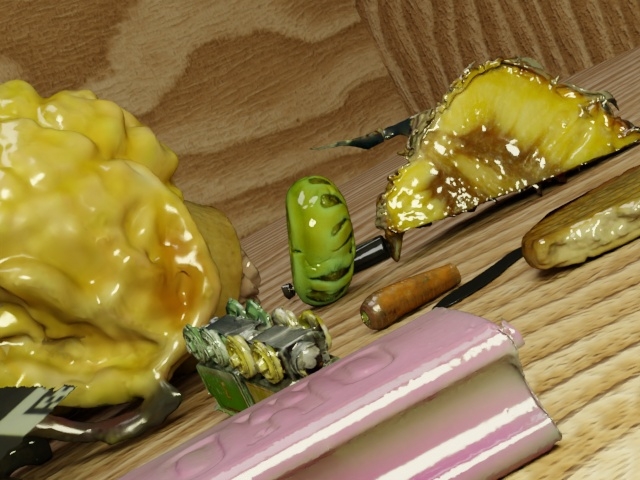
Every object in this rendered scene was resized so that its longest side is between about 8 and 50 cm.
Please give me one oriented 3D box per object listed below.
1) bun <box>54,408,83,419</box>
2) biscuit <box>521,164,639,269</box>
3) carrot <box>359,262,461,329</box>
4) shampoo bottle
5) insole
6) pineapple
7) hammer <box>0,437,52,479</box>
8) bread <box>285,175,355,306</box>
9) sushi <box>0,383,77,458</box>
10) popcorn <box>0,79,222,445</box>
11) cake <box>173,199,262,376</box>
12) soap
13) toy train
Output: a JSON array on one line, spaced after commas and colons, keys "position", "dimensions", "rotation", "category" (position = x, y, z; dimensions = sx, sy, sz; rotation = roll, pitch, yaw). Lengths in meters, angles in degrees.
[{"position": [-0.324, 0.146, 1.493], "dimensions": [0.239, 0.141, 0.239], "rotation": [-36, -3, -2], "category": "bun"}, {"position": [0.251, -0.037, 0.976], "dimensions": [0.228, 0.031, 0.176], "rotation": [-25, 5, 1], "category": "biscuit"}, {"position": [0.073, 0.045, 1.079], "dimensions": [0.093, 0.032, 0.032], "rotation": [-25, 4, -21], "category": "carrot"}, {"position": [0.017, 0.034, 1.535], "dimensions": [0.137, 0.027, 0.048], "rotation": [-26, 13, 16], "category": "shampoo bottle"}, {"position": [0.137, 0.028, 1.067], "dimensions": [0.045, 0.002, 0.135], "rotation": [-20, 8, 46], "category": "insole"}, {"position": [0.167, -0.107, 1.445], "dimensions": [0.334, 0.158, 0.161], "rotation": [-28, 4, -3], "category": "pineapple"}, {"position": [-0.258, 0.205, 1.063], "dimensions": [0.168, 0.044, 0.440], "rotation": [-28, 4, -24], "category": "hammer"}, {"position": [0.000, 0.000, 1.378], "dimensions": [0.071, 0.139, 0.130], "rotation": [-6, 9, -8], "category": "bread"}, {"position": [-0.340, 0.237, 0.945], "dimensions": [0.373, 0.100, 0.296], "rotation": [-9, 28, 47], "category": "sushi"}, {"position": [-0.260, 0.040, 1.197], "dimensions": [0.349, 0.382, 0.349], "rotation": [-29, -33, -22], "category": "popcorn"}, {"position": [-0.151, 0.060, 1.417], "dimensions": [0.208, 0.178, 0.185], "rotation": [-50, 43, 14], "category": "cake"}, {"position": [-0.004, 0.105, 0.600], "dimensions": [0.203, 0.065, 0.122], "rotation": [-27, 5, -9], "category": "soap"}, {"position": [-0.041, 0.090, 0.938], "dimensions": [0.060, 0.081, 0.202], "rotation": [-29, 12, -21], "category": "toy train"}]
